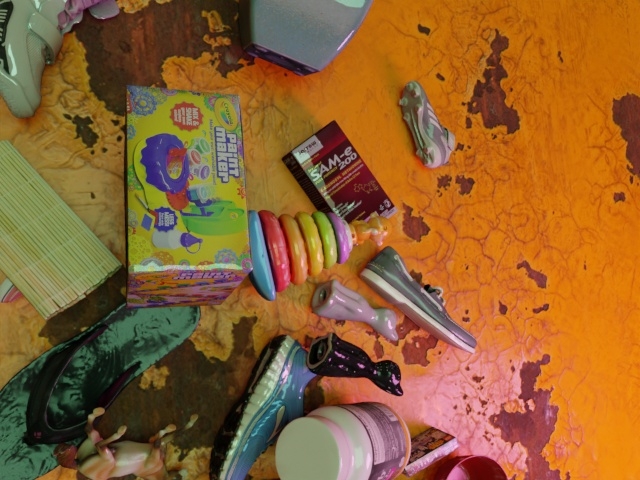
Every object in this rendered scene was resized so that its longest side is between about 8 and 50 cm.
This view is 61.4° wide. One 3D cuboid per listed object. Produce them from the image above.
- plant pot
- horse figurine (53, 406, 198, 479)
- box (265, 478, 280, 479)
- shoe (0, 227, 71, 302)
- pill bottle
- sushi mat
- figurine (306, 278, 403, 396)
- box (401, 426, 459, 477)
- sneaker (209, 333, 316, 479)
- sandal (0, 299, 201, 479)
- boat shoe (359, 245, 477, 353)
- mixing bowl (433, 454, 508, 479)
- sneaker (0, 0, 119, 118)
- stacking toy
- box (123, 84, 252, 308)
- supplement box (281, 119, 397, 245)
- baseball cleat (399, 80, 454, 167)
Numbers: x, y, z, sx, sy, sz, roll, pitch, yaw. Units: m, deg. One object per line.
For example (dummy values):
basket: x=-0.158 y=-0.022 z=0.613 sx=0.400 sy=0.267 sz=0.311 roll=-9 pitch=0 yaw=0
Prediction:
plant pot: x=-0.040 y=-0.473 z=1.070 sx=0.247 sy=0.247 sz=0.252 roll=17 pitch=97 yaw=-19
horse figurine: x=-0.335 y=0.367 z=0.935 sx=0.263 sy=0.066 sz=0.174 roll=16 pitch=119 yaw=-36
box: x=-0.013 y=0.543 z=1.056 sx=0.256 sy=0.128 sz=0.123 roll=4 pitch=84 yaw=-20
shoe: x=-0.474 y=0.059 z=0.951 sx=0.081 sy=0.063 sz=0.178 roll=44 pitch=68 yaw=-7
pill bottle: x=0.048 y=0.389 z=1.008 sx=0.278 sy=0.162 sz=0.162 roll=20 pitch=76 yaw=-56
sushi mat: x=-0.504 y=-0.023 z=0.924 sx=0.316 sy=0.019 sz=0.151 roll=47 pitch=63 yaw=3
figurine: x=0.084 y=0.199 z=1.111 sx=0.209 sy=0.092 sz=0.215 roll=26 pitch=44 yaw=-23
box: x=0.218 y=0.456 z=1.169 sx=0.137 sy=0.094 sz=0.027 roll=-21 pitch=94 yaw=-21
sneaker: x=-0.097 y=0.355 z=1.039 sx=0.147 sy=0.130 sz=0.330 roll=33 pitch=75 yaw=-13
sandal: x=-0.402 y=0.231 z=0.943 sx=0.446 sy=0.107 sz=0.167 roll=-45 pitch=102 yaw=-18
boat shoe: x=0.235 y=0.134 z=1.190 sx=0.319 sy=0.116 sz=0.099 roll=37 pitch=78 yaw=-9
mixing bowl: x=0.316 y=0.555 z=1.196 sx=0.181 sy=0.098 sz=0.182 roll=2 pitch=85 yaw=-22
sneaker: x=-0.465 y=-0.397 z=0.950 sx=0.210 sy=0.137 sz=0.366 roll=-4 pitch=84 yaw=-18
stacking toy: x=0.000 y=0.000 z=1.063 sx=0.301 sy=0.166 sz=0.175 roll=-13 pitch=92 yaw=-12
box: x=-0.235 y=-0.054 z=0.907 sx=0.177 sy=0.279 sz=0.290 roll=0 pitch=72 yaw=-21
supplement box: x=0.042 y=-0.120 z=1.157 sx=0.130 sy=0.073 sz=0.239 roll=-39 pitch=99 yaw=-18
baseball cleat: x=0.252 y=-0.272 z=1.261 sx=0.109 sy=0.072 sz=0.206 roll=-17 pitch=97 yaw=-35
